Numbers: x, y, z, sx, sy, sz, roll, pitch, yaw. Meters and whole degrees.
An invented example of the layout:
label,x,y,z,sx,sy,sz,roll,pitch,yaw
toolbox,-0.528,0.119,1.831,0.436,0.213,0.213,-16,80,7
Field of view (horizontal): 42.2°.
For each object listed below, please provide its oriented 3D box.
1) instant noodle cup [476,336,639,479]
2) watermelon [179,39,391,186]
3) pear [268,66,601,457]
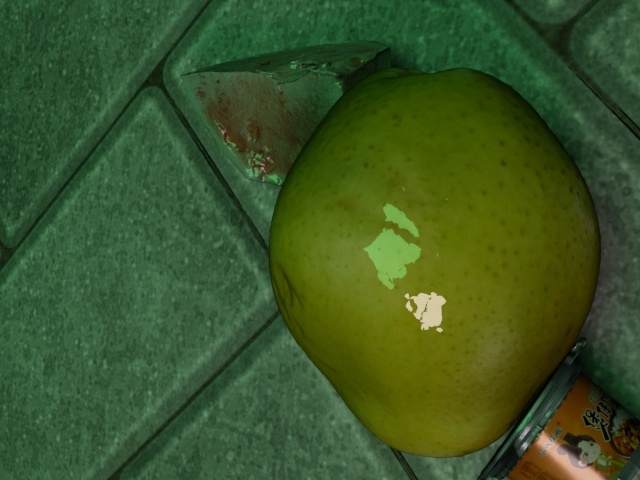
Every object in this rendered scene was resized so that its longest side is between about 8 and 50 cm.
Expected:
label,x,y,z,sx,sy,sz,roll,pitch,yaw
instant noodle cup,0.277,0.226,0.910,0.126,0.178,0.208,36,125,18
watermelon,-0.047,-0.195,1.158,0.305,0.180,0.223,8,73,37
pear,0.118,0.015,0.923,0.363,0.362,0.417,0,98,35
